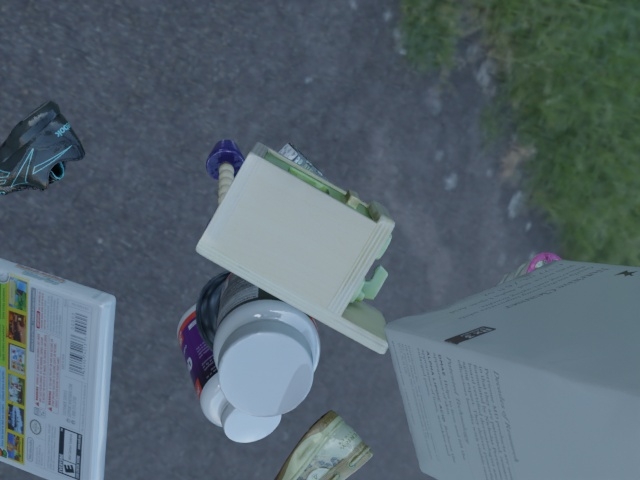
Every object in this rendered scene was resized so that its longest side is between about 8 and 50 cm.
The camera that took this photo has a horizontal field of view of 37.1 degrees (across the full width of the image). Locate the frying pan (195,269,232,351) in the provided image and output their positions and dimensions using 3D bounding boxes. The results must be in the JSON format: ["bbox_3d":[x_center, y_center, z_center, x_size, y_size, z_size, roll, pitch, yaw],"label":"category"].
[{"bbox_3d":[-0.116,0.085,1.777,0.053,0.197,0.326,-53,164,-73],"label":"frying pan"}]

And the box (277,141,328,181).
[{"bbox_3d":[-0.088,-0.099,1.997,0.191,0.045,0.184,-45,158,4],"label":"box"}]

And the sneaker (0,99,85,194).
[{"bbox_3d":[-0.481,-0.112,1.528,0.106,0.267,0.101,46,36,-15],"label":"sneaker"}]

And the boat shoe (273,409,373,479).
[{"bbox_3d":[-0.024,0.361,1.340,0.104,0.089,0.285,-36,158,-51],"label":"boat shoe"}]

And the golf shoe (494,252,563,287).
[{"bbox_3d":[0.294,0.160,1.523,0.115,0.140,0.306,41,69,-13],"label":"golf shoe"}]

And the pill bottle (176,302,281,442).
[{"bbox_3d":[-0.194,0.280,2.081,0.182,0.323,0.181,-12,129,-15],"label":"pill bottle"}]

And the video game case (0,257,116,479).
[{"bbox_3d":[-0.303,0.126,0.943,0.026,0.206,0.226,-48,151,-60],"label":"video game case"}]

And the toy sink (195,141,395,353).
[{"bbox_3d":[0.000,0.000,1.058,0.131,0.234,0.153,-59,-175,9],"label":"toy sink"}]

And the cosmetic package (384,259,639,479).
[{"bbox_3d":[0.237,0.123,0.736,0.217,0.385,0.156,-19,98,-23],"label":"cosmetic package"}]

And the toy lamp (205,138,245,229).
[{"bbox_3d":[-0.177,-0.098,1.775,0.080,0.274,0.080,-2,126,-3],"label":"toy lamp"}]

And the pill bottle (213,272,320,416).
[{"bbox_3d":[-0.082,0.144,1.473,0.161,0.283,0.161,-1,109,-3],"label":"pill bottle"}]
